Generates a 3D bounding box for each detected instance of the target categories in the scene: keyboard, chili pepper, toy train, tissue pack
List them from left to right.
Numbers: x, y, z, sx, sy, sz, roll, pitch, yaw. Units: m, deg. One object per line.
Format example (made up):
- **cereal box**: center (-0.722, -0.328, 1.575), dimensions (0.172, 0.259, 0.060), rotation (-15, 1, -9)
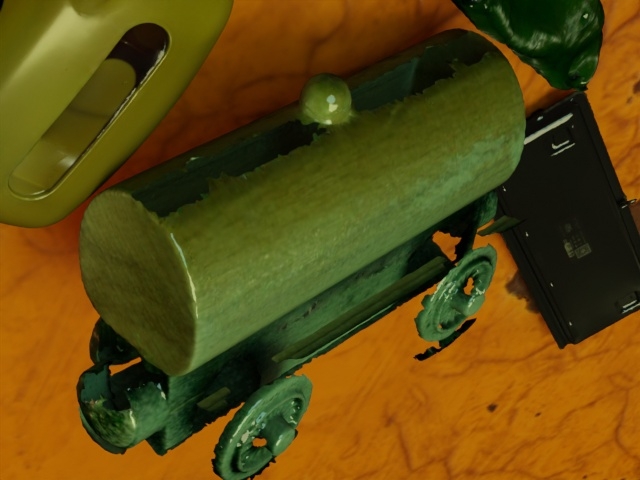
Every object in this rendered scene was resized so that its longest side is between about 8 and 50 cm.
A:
- **tissue pack**: center (-0.125, -0.092, 0.623), dimensions (0.178, 0.127, 0.123), rotation (-47, 137, 17)
- **toy train**: center (0.006, 0.004, 0.727), dimensions (0.307, 0.126, 0.189), rotation (-29, 154, -38)
- **chili pepper**: center (0.105, -0.139, 0.743), dimensions (0.216, 0.062, 0.108), rotation (38, 64, -49)
- **keyboard**: center (0.172, -0.008, 0.936), dimensions (0.094, 0.025, 0.230), rotation (-31, 137, 2)
